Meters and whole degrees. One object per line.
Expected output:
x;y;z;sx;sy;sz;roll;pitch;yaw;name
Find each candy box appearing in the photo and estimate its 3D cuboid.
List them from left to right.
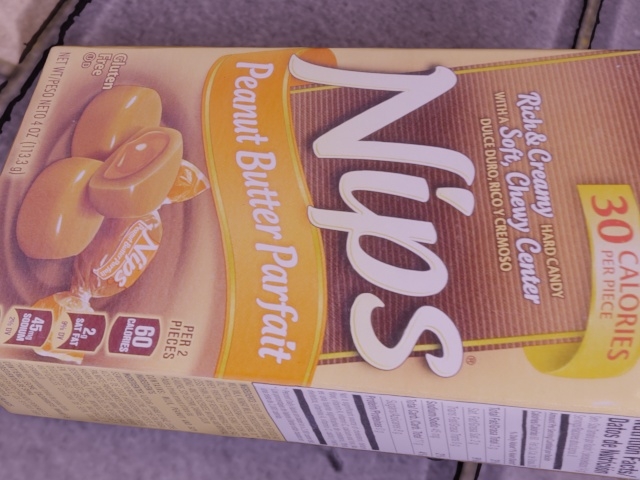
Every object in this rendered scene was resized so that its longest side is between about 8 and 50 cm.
0.000;0.000;0.454;0.317;0.087;0.182;3;60;14;candy box

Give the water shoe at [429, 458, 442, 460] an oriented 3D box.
0.064;0.022;0.535;0.073;0.080;0.203;-1;58;28;water shoe
